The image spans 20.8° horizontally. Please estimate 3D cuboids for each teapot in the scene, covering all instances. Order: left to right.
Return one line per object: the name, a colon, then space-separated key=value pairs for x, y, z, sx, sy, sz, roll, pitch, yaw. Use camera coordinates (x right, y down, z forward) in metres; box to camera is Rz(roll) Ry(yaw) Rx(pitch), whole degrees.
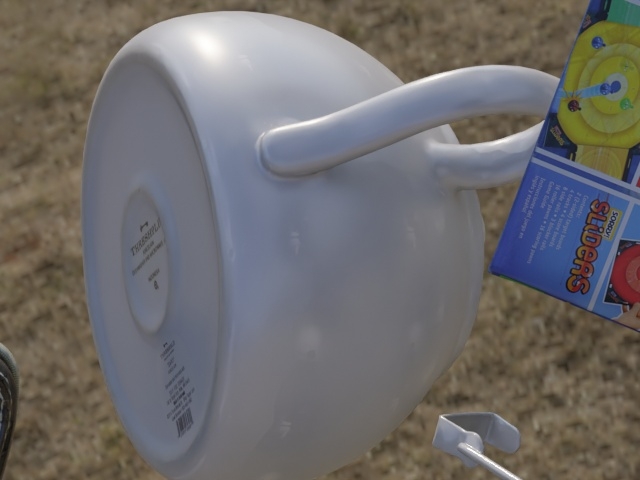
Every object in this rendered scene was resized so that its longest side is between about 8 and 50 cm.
teapot: x=0.000 y=0.000 z=0.870 sx=0.187 sy=0.253 sz=0.256 roll=-5 pitch=25 yaw=-24

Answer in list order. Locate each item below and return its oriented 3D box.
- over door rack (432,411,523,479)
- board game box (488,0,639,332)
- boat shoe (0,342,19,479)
over door rack: x=0.105 y=0.260 z=0.981 sx=0.108 sy=0.240 sz=0.324 roll=10 pitch=11 yaw=-26
board game box: x=0.144 y=-0.058 z=0.482 sx=0.136 sy=0.201 sz=0.035 roll=23 pitch=18 yaw=11
boat shoe: x=-0.218 y=0.155 z=0.891 sx=0.228 sy=0.081 sz=0.069 roll=-60 pitch=22 yaw=9
